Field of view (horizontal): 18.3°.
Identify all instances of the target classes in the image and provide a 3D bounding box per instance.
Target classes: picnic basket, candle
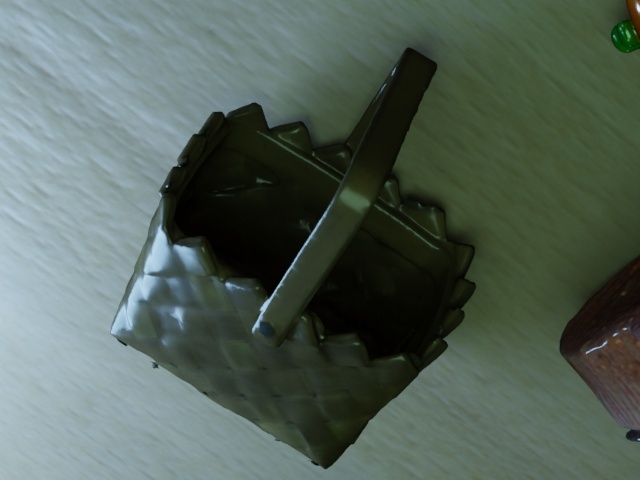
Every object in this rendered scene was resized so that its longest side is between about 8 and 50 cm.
[{"bbox_3d":[0.000,0.000,1.769,0.291,0.254,0.321,31,125,-2],"label":"picnic basket"},{"bbox_3d":[0.357,0.030,1.722,0.287,0.317,0.131,-42,98,-18],"label":"candle"}]

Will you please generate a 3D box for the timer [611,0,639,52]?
[{"bbox_3d":[0.310,-0.194,1.717,0.136,0.099,0.136,8,109,22],"label":"timer"}]
